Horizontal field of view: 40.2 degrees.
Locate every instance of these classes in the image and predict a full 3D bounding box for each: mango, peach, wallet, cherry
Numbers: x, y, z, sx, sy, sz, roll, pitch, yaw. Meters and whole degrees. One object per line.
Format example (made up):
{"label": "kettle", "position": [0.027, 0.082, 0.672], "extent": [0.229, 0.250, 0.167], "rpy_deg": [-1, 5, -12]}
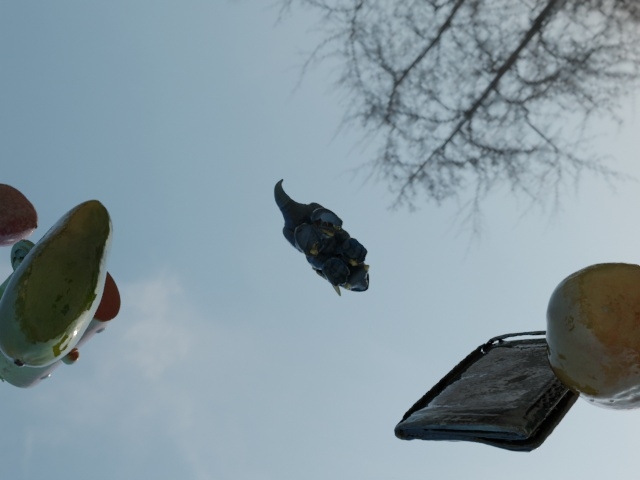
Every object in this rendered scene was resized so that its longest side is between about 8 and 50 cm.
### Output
{"label": "mango", "position": [-0.254, 0.046, 0.857], "extent": [0.085, 0.122, 0.191], "rpy_deg": [24, -149, -7]}
{"label": "peach", "position": [0.428, 0.139, 1.207], "extent": [0.232, 0.232, 0.232], "rpy_deg": [25, -143, -21]}
{"label": "wallet", "position": [0.297, 0.239, 1.391], "extent": [0.342, 0.237, 0.075], "rpy_deg": [-30, -72, -49]}
{"label": "cherry", "position": [-0.572, -0.056, 1.446], "extent": [0.225, 0.090, 0.107], "rpy_deg": [19, -103, 0]}

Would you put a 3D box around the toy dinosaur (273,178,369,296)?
{"label": "toy dinosaur", "position": [0.000, 0.000, 0.526], "extent": [0.083, 0.030, 0.047], "rpy_deg": [49, 172, -24]}

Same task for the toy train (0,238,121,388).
{"label": "toy train", "position": [-0.396, 0.101, 1.255], "extent": [0.116, 0.285, 0.177], "rpy_deg": [-24, -101, -54]}
